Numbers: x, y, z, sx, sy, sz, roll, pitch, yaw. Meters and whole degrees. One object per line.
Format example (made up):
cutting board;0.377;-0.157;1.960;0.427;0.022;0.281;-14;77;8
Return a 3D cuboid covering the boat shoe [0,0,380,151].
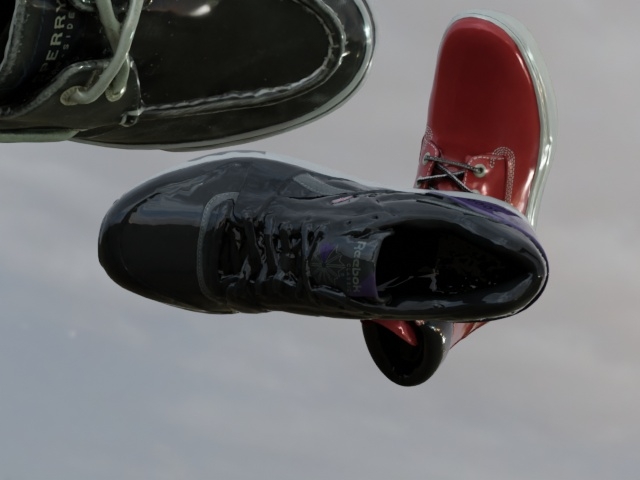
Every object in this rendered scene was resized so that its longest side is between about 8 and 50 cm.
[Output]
boat shoe;-0.082;-0.061;0.505;0.219;0.078;0.070;1;15;-18

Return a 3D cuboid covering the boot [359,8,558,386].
boot;0.086;-0.026;1.187;0.088;0.244;0.176;16;32;29

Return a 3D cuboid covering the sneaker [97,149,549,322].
sneaker;0.000;0.000;1.060;0.283;0.107;0.124;2;4;1
